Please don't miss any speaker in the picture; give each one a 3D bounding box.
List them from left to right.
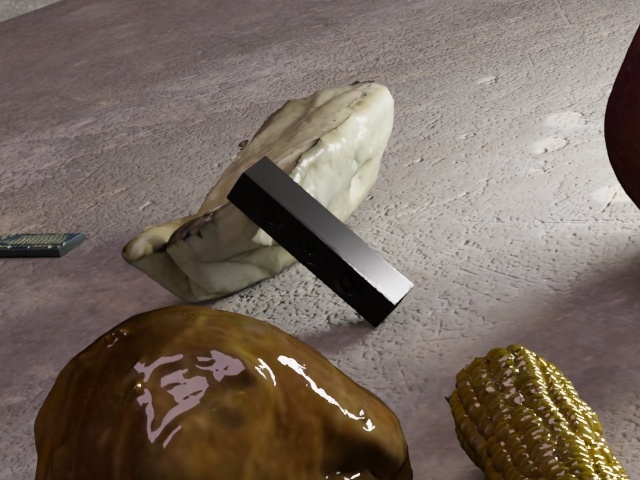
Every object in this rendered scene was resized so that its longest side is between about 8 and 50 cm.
[{"bbox_3d":[0.000,0.000,1.486,0.046,0.191,0.040,-42,-10,-49],"label":"speaker"}]

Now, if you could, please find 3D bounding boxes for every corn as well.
[{"bbox_3d":[0.159,0.159,1.057,0.101,0.101,0.291,-16,19,-3],"label":"corn"}]

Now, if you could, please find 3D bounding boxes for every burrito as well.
[{"bbox_3d":[-0.052,-0.040,1.675,0.190,0.135,0.332,-11,22,36],"label":"burrito"}]

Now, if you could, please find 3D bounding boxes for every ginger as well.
[{"bbox_3d":[-0.072,0.142,1.105,0.200,0.223,0.269,2,28,46],"label":"ginger"}]

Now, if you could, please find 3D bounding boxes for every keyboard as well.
[{"bbox_3d":[-0.377,0.005,1.959,0.176,0.014,0.055,0,22,34],"label":"keyboard"}]

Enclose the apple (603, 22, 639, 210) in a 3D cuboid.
[{"bbox_3d":[0.400,-0.123,1.379,0.235,0.305,0.306,31,45,31],"label":"apple"}]
